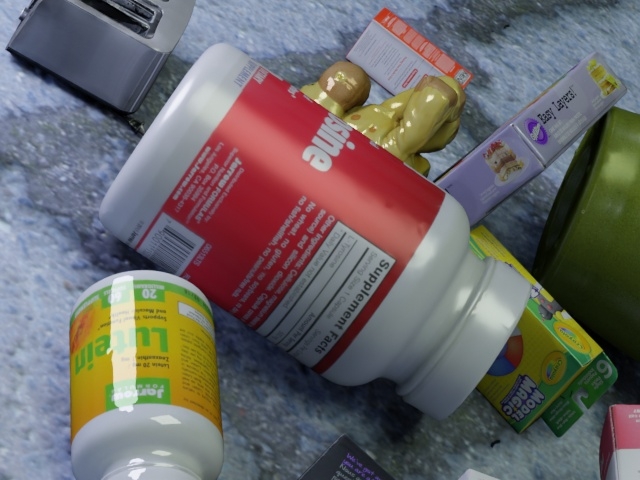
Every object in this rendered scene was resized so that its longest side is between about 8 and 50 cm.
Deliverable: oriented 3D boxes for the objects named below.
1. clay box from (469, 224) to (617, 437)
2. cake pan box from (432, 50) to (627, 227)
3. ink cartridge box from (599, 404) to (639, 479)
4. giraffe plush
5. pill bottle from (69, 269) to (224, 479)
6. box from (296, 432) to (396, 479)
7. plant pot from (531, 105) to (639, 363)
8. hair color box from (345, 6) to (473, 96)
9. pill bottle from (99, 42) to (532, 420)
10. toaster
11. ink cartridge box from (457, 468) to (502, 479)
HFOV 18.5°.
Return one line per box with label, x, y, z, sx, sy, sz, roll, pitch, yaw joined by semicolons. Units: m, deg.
clay box;0.205;0.107;2.119;0.222;0.127;0.053;47;39;14
cake pan box;0.195;-0.081;2.196;0.070;0.267;0.246;52;40;1
ink cartridge box;0.393;0.307;1.961;0.207;0.117;0.283;2;45;1
giraffe plush;0.043;-0.129;2.241;0.170;0.181;0.210;34;71;12
pill bottle;-0.157;0.159;1.771;0.136;0.136;0.245;17;42;-24
box;-0.027;0.318;1.685;0.143;0.165;0.270;41;37;7
plant pot;0.444;0.016;2.265;0.353;0.366;0.366;21;39;0
hair color box;0.110;-0.215;2.424;0.141;0.072;0.043;39;38;0
pill bottle;0.000;0.000;1.986;0.408;0.229;0.229;34;38;-4
toaster;-0.231;-0.238;2.148;0.186;0.110;0.168;29;39;-10
ink cartridge box;0.193;0.359;1.868;0.172;0.100;0.237;22;41;-19
